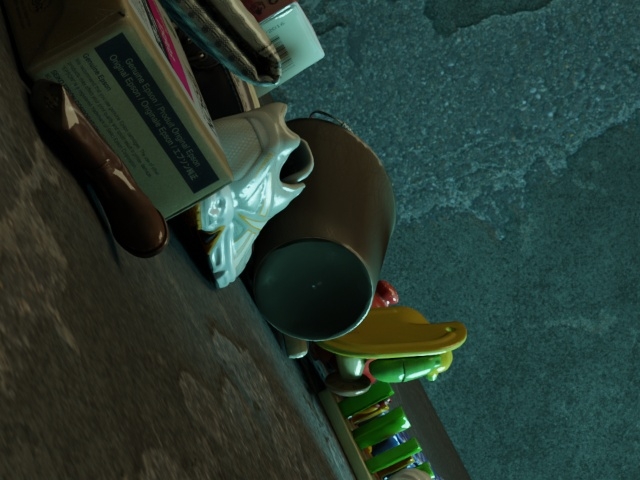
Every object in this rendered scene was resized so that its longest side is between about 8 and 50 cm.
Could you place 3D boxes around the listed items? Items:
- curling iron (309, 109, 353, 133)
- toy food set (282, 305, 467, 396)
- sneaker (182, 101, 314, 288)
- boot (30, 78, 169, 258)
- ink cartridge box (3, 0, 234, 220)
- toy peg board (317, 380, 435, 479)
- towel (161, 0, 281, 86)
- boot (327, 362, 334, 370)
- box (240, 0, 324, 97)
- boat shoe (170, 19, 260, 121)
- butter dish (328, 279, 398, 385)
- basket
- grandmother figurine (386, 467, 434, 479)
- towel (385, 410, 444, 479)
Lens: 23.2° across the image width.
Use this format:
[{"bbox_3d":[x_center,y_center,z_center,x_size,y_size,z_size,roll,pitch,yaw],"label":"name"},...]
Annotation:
[{"bbox_3d":[-0.042,-0.142,2.127,0.068,0.035,0.274,37,-18,-25],"label":"curling iron"},{"bbox_3d":[0.056,0.130,1.750,0.128,0.217,0.071,-125,-145,-66],"label":"toy food set"},{"bbox_3d":[-0.061,-0.038,1.367,0.262,0.121,0.099,95,-29,-73],"label":"sneaker"},{"bbox_3d":[-0.152,-0.051,1.056,0.106,0.037,0.114,49,-9,38],"label":"boot"},{"bbox_3d":[-0.167,-0.156,1.197,0.193,0.088,0.235,57,6,-49],"label":"ink cartridge box"},{"bbox_3d":[0.078,0.241,1.809,0.161,0.079,0.160,65,4,16],"label":"toy peg board"},{"bbox_3d":[-0.170,-0.285,1.424,0.324,0.056,0.312,47,-1,-19],"label":"towel"},{"bbox_3d":[0.048,0.043,2.064,0.263,0.091,0.229,-53,139,-83],"label":"boot"},{"bbox_3d":[-0.114,-0.295,1.801,0.232,0.127,0.148,59,2,22],"label":"box"},{"bbox_3d":[-0.156,-0.206,1.653,0.285,0.103,0.092,65,14,14],"label":"boat shoe"},{"bbox_3d":[0.043,0.095,1.878,0.160,0.118,0.160,48,0,18],"label":"butter dish"},{"bbox_3d":[0.000,0.000,1.719,0.204,0.154,0.227,60,17,-24],"label":"basket"},{"bbox_3d":[0.099,0.317,1.467,0.342,0.104,0.208,-95,166,-73],"label":"grandmother figurine"},{"bbox_3d":[0.142,0.303,2.087,0.336,0.040,0.243,53,1,-16],"label":"towel"}]
